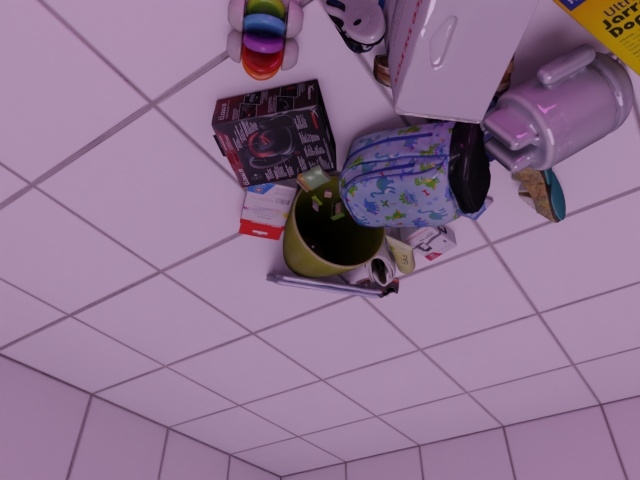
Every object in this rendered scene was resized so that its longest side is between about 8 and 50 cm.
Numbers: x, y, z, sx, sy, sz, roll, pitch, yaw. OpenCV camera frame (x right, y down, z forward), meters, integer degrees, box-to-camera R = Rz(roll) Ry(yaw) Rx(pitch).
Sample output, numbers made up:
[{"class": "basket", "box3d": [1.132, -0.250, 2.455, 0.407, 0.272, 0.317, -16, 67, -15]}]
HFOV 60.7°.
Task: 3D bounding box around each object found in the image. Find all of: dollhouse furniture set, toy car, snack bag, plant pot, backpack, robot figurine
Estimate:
[{"class": "dollhouse furniture set", "box3d": [0.004, -0.119, 1.420, 0.076, 0.058, 0.151, -23, 134, 26]}, {"class": "toy car", "box3d": [-0.122, -0.428, 1.170, 0.159, 0.136, 0.181, 7, 139, -7]}, {"class": "snack bag", "box3d": [-0.001, 0.144, 1.790, 0.324, 0.037, 0.342, 9, 176, -11]}, {"class": "plant pot", "box3d": [0.000, 0.000, 1.603, 0.275, 0.274, 0.293, 15, 153, -17]}, {"class": "backpack", "box3d": [0.222, -0.161, 1.401, 0.356, 0.273, 0.290, 14, 157, 28]}, {"class": "robot figurine", "box3d": [0.544, -0.292, 1.237, 0.354, 0.199, 0.299, -30, 144, -5]}]

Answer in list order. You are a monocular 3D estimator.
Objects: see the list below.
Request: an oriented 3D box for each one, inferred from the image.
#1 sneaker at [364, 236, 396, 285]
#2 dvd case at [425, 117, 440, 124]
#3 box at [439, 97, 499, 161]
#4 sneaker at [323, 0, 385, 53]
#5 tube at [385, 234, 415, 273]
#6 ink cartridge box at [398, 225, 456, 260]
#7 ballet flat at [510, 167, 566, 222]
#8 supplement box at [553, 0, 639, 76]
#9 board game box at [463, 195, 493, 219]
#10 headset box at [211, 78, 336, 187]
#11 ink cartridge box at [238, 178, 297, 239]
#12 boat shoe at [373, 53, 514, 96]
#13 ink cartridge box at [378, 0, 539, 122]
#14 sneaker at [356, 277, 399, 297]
[{"class": "sneaker", "box3d": [0.188, 0.094, 1.758, 0.108, 0.169, 0.292, -12, 139, 11]}, {"class": "dvd case", "box3d": [0.304, -0.330, 1.379, 0.087, 0.013, 0.119, -16, 139, 18]}, {"class": "box", "box3d": [0.423, -0.291, 1.397, 0.225, 0.036, 0.136, 27, 133, -37]}, {"class": "sneaker", "box3d": [0.092, -0.428, 1.126, 0.079, 0.216, 0.121, -36, 137, 7]}, {"class": "tube", "box3d": [0.257, 0.043, 1.723, 0.070, 0.062, 0.240, -15, 156, 8]}, {"class": "ink cartridge box", "box3d": [0.334, -0.013, 1.711, 0.151, 0.063, 0.109, 31, 131, -31]}, {"class": "ballet flat", "box3d": [0.591, -0.159, 1.506, 0.123, 0.123, 0.348, -20, 144, 22]}, {"class": "supplement box", "box3d": [0.622, -0.482, 1.033, 0.357, 0.194, 0.195, 24, 148, -26]}, {"class": "board game box", "box3d": [0.453, -0.105, 1.637, 0.090, 0.020, 0.090, 14, 137, -18]}, {"class": "headset box", "box3d": [-0.123, -0.261, 1.385, 0.294, 0.110, 0.218, -9, 139, 11]}, {"class": "ink cartridge box", "box3d": [-0.155, -0.108, 1.589, 0.134, 0.077, 0.231, 11, 138, -12]}, {"class": "boat shoe", "box3d": [0.281, -0.403, 1.227, 0.325, 0.122, 0.119, -2, 135, -11]}, {"class": "ink cartridge box", "box3d": [0.221, -0.440, 0.958, 0.167, 0.394, 0.285, 5, 139, -6]}, {"class": "sneaker", "box3d": [0.200, 0.171, 1.925, 0.158, 0.064, 0.061, -9, 139, 10]}]
